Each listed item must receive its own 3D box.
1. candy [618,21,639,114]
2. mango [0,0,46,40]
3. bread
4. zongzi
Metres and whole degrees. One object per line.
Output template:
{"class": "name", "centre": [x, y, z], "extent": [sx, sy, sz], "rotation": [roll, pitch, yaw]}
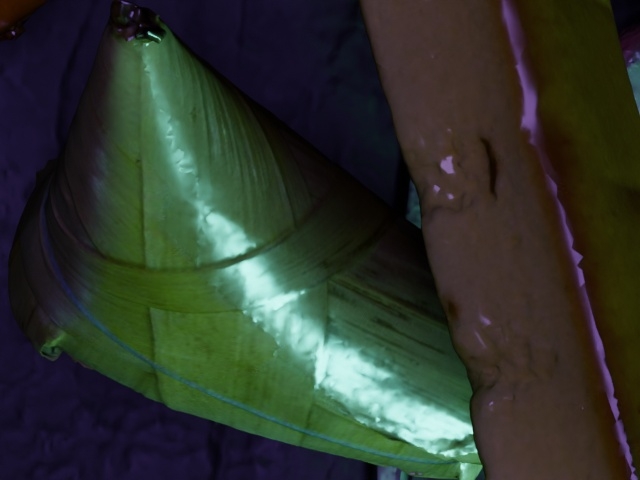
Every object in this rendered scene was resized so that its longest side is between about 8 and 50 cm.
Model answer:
{"class": "candy", "centre": [0.158, -0.049, 0.882], "extent": [0.103, 0.043, 0.103], "rotation": [0, 94, -6]}
{"class": "mango", "centre": [-0.179, -0.143, 0.832], "extent": [0.159, 0.084, 0.105], "rotation": [45, 107, 13]}
{"class": "bread", "centre": [0.084, -0.029, 0.796], "extent": [0.077, 0.138, 0.361], "rotation": [-17, 84, 25]}
{"class": "zongzi", "centre": [0.000, 0.000, 0.781], "extent": [0.228, 0.256, 0.115], "rotation": [19, 61, -8]}
